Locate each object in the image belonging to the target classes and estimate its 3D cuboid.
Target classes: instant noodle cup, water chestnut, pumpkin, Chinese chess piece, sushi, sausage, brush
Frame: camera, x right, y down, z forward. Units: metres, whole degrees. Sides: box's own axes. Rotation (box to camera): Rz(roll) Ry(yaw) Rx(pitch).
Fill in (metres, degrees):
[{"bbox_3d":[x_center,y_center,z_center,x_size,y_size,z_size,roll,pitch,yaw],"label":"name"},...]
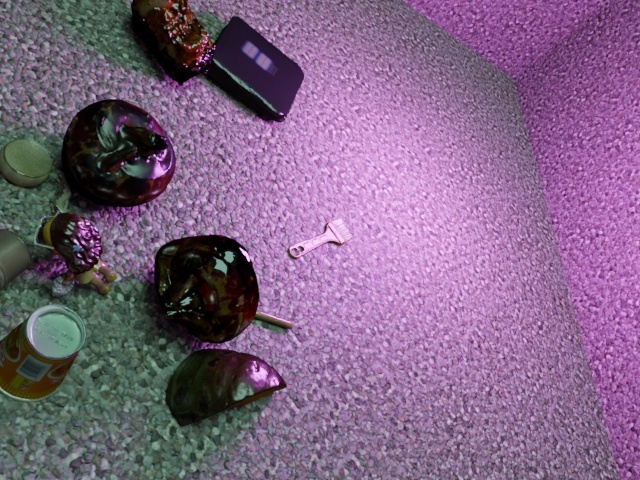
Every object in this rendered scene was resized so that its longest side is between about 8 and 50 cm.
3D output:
[{"bbox_3d":[-0.563,0.218,1.334,0.169,0.185,0.168,24,46,-28],"label":"instant noodle cup"},{"bbox_3d":[-0.284,0.117,1.629,0.244,0.289,0.289,-25,77,-17],"label":"water chestnut"},{"bbox_3d":[-0.494,-0.226,1.668,0.300,0.300,0.299,24,47,-28],"label":"water chestnut"},{"bbox_3d":[-0.213,0.321,1.613,0.312,0.148,0.169,-6,69,-49],"label":"pumpkin"},{"bbox_3d":[-0.718,-0.188,1.605,0.122,0.051,0.122,26,44,-28],"label":"Chinese chess piece"},{"bbox_3d":[-0.460,-0.672,2.077,0.197,0.182,0.343,-30,81,-33],"label":"sushi"},{"bbox_3d":[-0.132,0.222,1.851,0.132,0.024,0.024,22,48,-28],"label":"sausage"},{"bbox_3d":[0.000,0.000,2.148,0.314,0.017,0.090,-25,76,-49],"label":"brush"}]

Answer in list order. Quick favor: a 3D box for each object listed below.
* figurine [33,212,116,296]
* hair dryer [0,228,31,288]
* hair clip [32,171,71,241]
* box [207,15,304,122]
[{"bbox_3d":[-0.550,0.034,1.502,0.116,0.240,0.174,1,52,8],"label":"figurine"},{"bbox_3d":[-0.803,-0.007,1.373,0.344,0.106,0.189,38,43,-1],"label":"hair dryer"},{"bbox_3d":[-0.634,-0.076,1.609,0.072,0.034,0.225,27,43,-30],"label":"hair clip"},{"bbox_3d":[-0.229,-0.608,2.340,0.350,0.091,0.359,36,42,-18],"label":"box"}]
